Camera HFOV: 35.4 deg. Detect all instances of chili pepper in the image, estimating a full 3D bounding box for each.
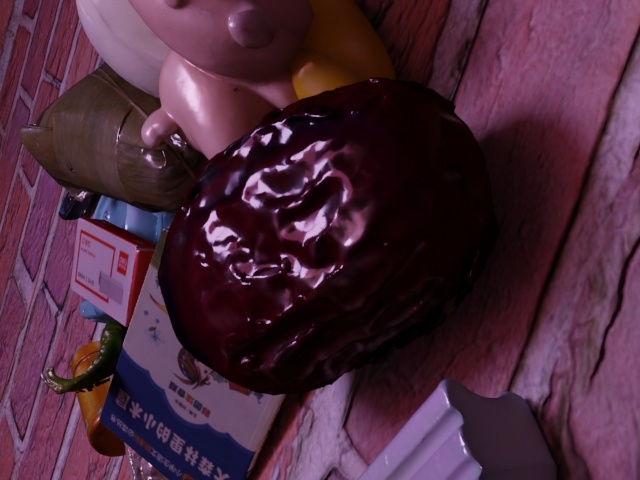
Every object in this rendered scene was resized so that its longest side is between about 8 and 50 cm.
[{"bbox_3d":[-0.297,0.155,1.418,0.076,0.085,0.359,-62,0,3],"label":"chili pepper"}]

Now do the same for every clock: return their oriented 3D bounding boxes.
[{"bbox_3d":[-0.317,0.000,1.663,0.224,0.094,0.274,-20,63,55],"label":"clock"}]

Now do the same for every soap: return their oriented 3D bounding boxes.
[{"bbox_3d":[0.085,0.273,0.843,0.289,0.095,0.172,-56,35,33],"label":"soap"}]

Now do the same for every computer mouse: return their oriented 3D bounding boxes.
[{"bbox_3d":[-0.481,-0.087,2.037,0.135,0.047,0.079,-45,35,28],"label":"computer mouse"}]

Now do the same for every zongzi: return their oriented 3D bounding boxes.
[{"bbox_3d":[-0.199,-0.199,1.518,0.447,0.181,0.418,18,61,40],"label":"zongzi"}]

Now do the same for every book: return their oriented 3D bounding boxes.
[{"bbox_3d":[-0.150,0.169,1.219,0.228,0.018,0.322,34,120,21],"label":"book"}]

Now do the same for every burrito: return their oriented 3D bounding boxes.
[{"bbox_3d":[-0.252,0.278,1.457,0.060,0.087,0.226,117,145,-42],"label":"burrito"}]

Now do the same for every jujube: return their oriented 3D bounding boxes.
[{"bbox_3d":[0.000,0.000,0.955,0.377,0.258,0.258,-32,51,37],"label":"jujube"}]

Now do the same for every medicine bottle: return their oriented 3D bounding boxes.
[{"bbox_3d":[-0.338,0.250,1.600,0.096,0.096,0.192,-67,31,19],"label":"medicine bottle"}]

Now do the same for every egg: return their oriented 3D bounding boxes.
[{"bbox_3d":[-0.174,-0.321,1.337,0.345,0.283,0.283,81,-161,-84],"label":"egg"}]

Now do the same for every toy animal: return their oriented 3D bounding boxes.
[{"bbox_3d":[-0.076,-0.168,1.093,0.277,0.345,0.247,47,114,19],"label":"toy animal"}]

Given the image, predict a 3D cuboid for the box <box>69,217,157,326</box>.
[{"bbox_3d":[-0.309,0.044,1.500,0.229,0.050,0.122,21,104,53],"label":"box"}]
